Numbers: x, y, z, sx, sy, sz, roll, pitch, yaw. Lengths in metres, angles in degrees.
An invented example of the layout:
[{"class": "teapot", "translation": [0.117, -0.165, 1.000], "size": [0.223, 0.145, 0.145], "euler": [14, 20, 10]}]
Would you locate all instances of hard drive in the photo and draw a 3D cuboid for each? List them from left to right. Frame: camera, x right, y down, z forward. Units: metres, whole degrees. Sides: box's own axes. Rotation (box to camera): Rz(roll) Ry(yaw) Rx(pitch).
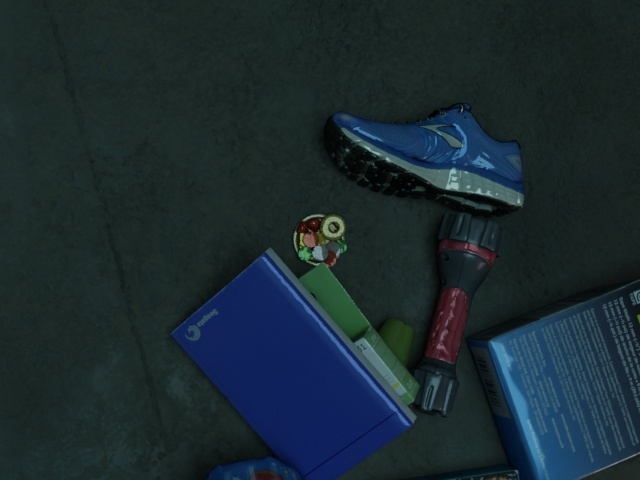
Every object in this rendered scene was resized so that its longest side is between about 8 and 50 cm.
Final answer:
[{"class": "hard drive", "translation": [-0.043, 0.193, 1.577], "size": [0.210, 0.040, 0.318], "euler": [-40, 92, 27]}]

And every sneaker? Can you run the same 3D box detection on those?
[{"class": "sneaker", "translation": [0.162, -0.143, 1.677], "size": [0.330, 0.130, 0.147], "euler": [15, 73, -17]}]

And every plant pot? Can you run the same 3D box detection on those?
[{"class": "plant pot", "translation": [0.107, 0.164, 1.664], "size": [0.083, 0.083, 0.079], "euler": [30, 68, -9]}]

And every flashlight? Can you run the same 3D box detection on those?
[{"class": "flashlight", "translation": [0.198, 0.113, 1.661], "size": [0.103, 0.103, 0.304], "euler": [23, 78, -33]}]

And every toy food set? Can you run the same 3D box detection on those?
[{"class": "toy food set", "translation": [0.000, 0.000, 1.674], "size": [0.083, 0.020, 0.082], "euler": [0, 87, -12]}]

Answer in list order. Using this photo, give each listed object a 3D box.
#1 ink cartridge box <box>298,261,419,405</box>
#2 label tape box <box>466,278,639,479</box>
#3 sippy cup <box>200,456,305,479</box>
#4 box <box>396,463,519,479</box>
[{"class": "ink cartridge box", "translation": [0.009, 0.173, 1.606], "size": [0.171, 0.056, 0.235], "euler": [-35, 97, 26]}, {"class": "label tape box", "translation": [0.434, 0.210, 1.707], "size": [0.348, 0.115, 0.249], "euler": [-20, 91, -15]}, {"class": "sippy cup", "translation": [-0.087, 0.433, 1.511], "size": [0.240, 0.305, 0.224], "euler": [-4, 46, -10]}, {"class": "box", "translation": [0.184, 0.411, 1.667], "size": [0.244, 0.060, 0.100], "euler": [-6, 88, -12]}]
